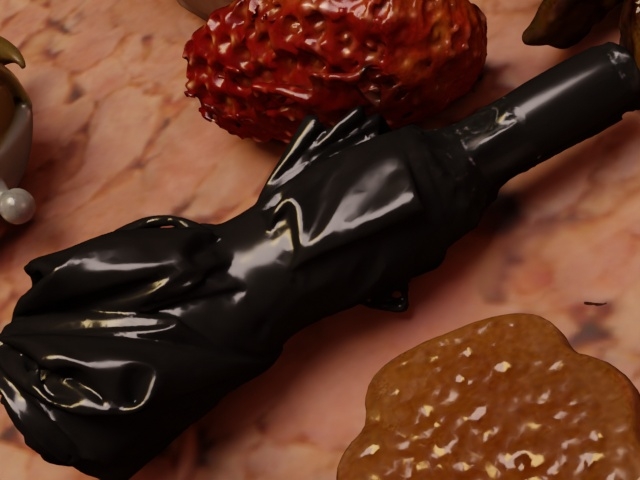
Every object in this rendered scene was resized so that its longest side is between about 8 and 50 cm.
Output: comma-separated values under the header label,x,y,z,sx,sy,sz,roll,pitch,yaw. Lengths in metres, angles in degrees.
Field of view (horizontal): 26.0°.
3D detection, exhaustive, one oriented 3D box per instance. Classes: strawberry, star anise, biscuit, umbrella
label,x,y,z,sx,sy,sz,roll,pitch,yaw
strawberry,0.004,-0.085,0.740,0.188,0.121,0.082,-17,59,40
star anise,0.170,-0.152,0.718,0.168,0.057,0.168,-18,45,19
biscuit,0.088,0.170,0.502,0.202,0.047,0.334,-24,47,11
umbrella,0.000,0.000,0.664,0.340,0.118,0.118,-28,44,2

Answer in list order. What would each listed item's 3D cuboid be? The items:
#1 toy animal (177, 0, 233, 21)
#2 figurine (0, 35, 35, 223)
label,x,y,z,sx,sy,sz,roll,pitch,yaw
toy animal,-0.045,-0.280,0.866,0.213,0.195,0.256,27,67,25
figurine,-0.293,-0.054,0.877,0.274,0.133,0.194,-15,24,28
